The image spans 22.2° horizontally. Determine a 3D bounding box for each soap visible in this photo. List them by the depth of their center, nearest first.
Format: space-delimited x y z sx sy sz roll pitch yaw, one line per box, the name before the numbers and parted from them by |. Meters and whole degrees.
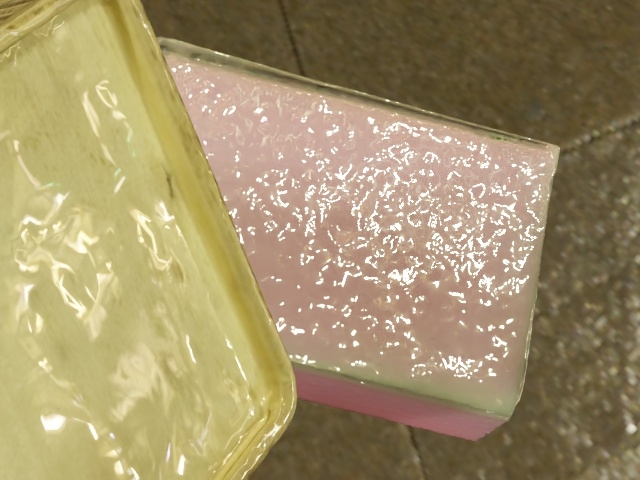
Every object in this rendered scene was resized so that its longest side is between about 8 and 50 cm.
soap | -0.001 0.001 0.963 0.259 0.081 0.181 14 70 -9

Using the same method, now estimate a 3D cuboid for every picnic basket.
picnic basket | -0.179 0.060 0.605 0.313 0.175 0.228 -49 124 -50
